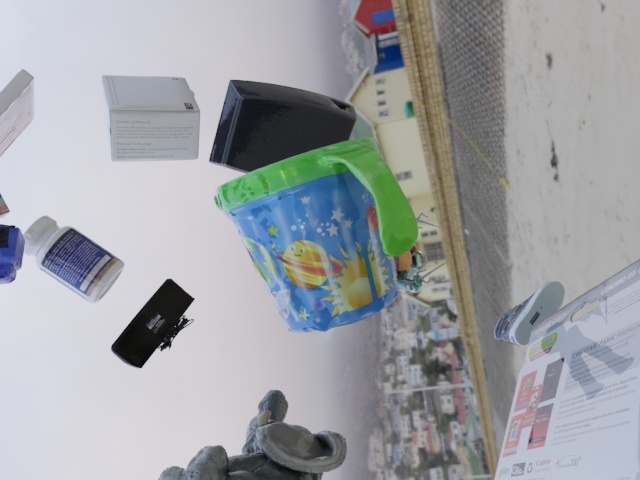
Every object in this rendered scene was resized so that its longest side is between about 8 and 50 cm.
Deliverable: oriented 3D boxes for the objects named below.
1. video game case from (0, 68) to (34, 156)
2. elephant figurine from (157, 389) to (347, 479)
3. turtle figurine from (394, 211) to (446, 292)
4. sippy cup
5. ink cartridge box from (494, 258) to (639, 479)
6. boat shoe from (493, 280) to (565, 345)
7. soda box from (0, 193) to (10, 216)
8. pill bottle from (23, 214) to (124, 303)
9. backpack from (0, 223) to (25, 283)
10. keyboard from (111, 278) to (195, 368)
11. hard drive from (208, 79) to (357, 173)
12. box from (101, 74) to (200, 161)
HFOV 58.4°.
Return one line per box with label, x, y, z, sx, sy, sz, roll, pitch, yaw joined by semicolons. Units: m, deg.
video game case;-0.585;-0.184;1.020;0.025;0.285;0.204;38;-108;-20
elephant figurine;-0.046;0.263;0.638;0.239;0.169;0.186;-16;-110;-50
turtle figurine;0.154;0.038;1.179;0.118;0.234;0.175;123;137;-53
sippy cup;0.000;0.000;0.790;0.305;0.240;0.224;-66;-43;-86
ink cartridge box;0.334;0.192;0.636;0.309;0.130;0.272;109;-176;-64
boat shoe;0.464;0.157;1.283;0.065;0.183;0.083;51;162;-11
soda box;-0.935;-0.066;1.521;0.183;0.058;0.063;-31;-82;-47
pill bottle;-0.722;0.052;1.663;0.264;0.153;0.153;36;-157;-7
backpack;-0.567;0.021;0.951;0.098;0.120;0.101;134;136;-60
keyboard;-0.331;0.175;1.152;0.100;0.038;0.192;46;-127;-16
hard drive;-0.060;-0.186;1.034;0.054;0.254;0.172;51;129;47
box;-0.362;-0.262;1.216;0.181;0.181;0.119;-121;34;-47
